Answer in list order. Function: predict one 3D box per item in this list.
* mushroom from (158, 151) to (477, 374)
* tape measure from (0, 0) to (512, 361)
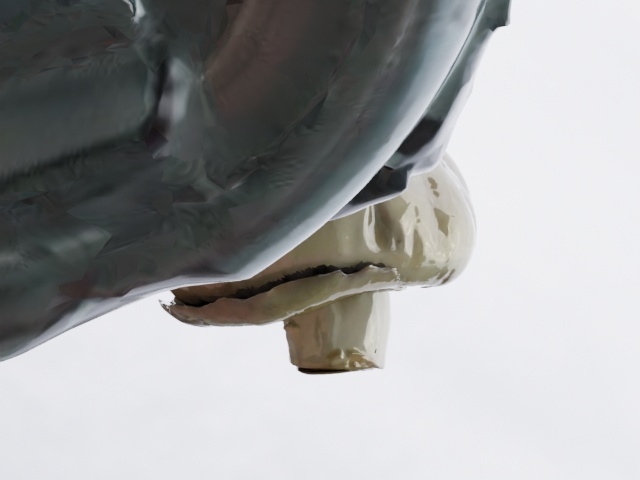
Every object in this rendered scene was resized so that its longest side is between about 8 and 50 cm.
[{"bbox_3d":[0.000,0.000,0.881,0.154,0.154,0.122,-7,-84,51],"label":"mushroom"},{"bbox_3d":[-0.081,-0.089,0.434,0.147,0.256,0.275,-106,172,-55],"label":"tape measure"}]
